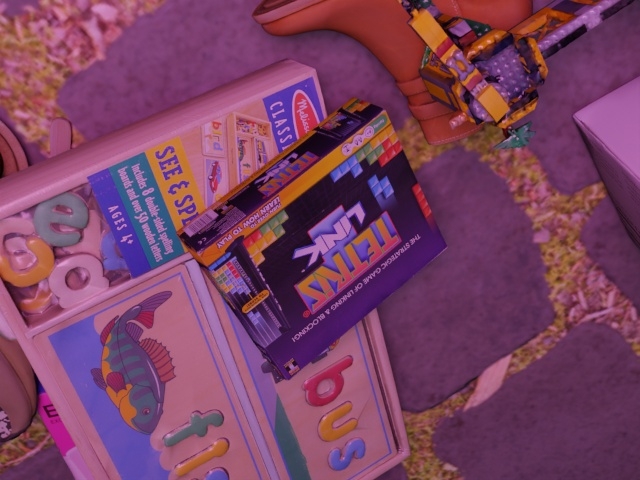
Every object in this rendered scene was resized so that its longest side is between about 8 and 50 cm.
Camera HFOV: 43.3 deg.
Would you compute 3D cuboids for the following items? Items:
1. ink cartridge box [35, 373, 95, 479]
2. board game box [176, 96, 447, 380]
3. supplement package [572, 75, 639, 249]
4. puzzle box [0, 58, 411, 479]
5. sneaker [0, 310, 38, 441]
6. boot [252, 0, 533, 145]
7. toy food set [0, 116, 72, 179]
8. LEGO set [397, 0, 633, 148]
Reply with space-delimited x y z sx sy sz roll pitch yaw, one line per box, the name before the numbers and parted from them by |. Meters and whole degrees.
ink cartridge box | -0.150 0.182 0.770 0.175 0.069 0.371 -14 118 3
board game box | 0.000 0.000 0.606 0.170 0.048 0.141 -39 124 -12
supplement package | 0.336 -0.037 0.560 0.204 0.262 0.145 -30 119 11
puzzle box | -0.078 0.092 0.661 0.272 0.052 0.409 -28 123 -19
sneaker | -0.404 0.067 0.588 0.158 0.182 0.410 -30 122 33
boot | 0.062 -0.137 0.591 0.197 0.073 0.152 -14 124 6
toy food set | -0.292 -0.049 0.631 0.192 0.038 0.132 5 120 -8
LEGO set | 0.133 -0.209 0.428 0.255 0.192 0.331 -25 117 -5
